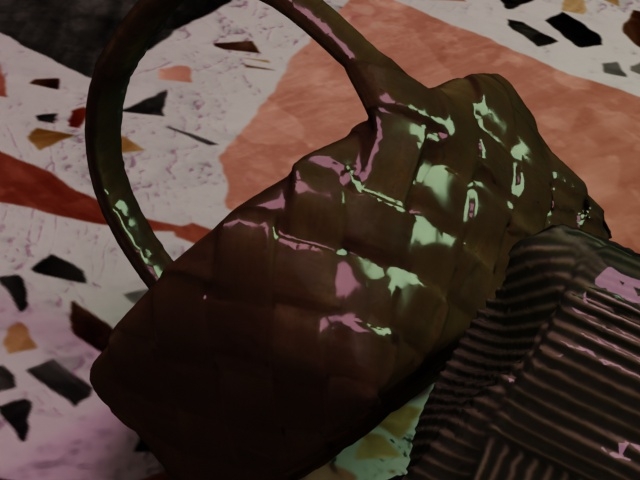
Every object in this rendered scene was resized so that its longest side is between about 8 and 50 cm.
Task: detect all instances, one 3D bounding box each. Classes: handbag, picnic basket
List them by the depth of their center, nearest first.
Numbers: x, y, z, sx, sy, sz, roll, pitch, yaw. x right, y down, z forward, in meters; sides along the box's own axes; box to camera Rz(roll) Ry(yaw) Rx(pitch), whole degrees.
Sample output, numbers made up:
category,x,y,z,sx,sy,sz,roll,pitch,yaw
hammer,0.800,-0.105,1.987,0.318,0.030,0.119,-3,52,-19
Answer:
category,x,y,z,sx,sy,sz,roll,pitch,yaw
handbag,0.160,0.149,0.876,0.247,0.240,0.340,25,-6,16
picnic basket,-0.030,-0.027,1.068,0.337,0.293,0.337,19,49,-23
